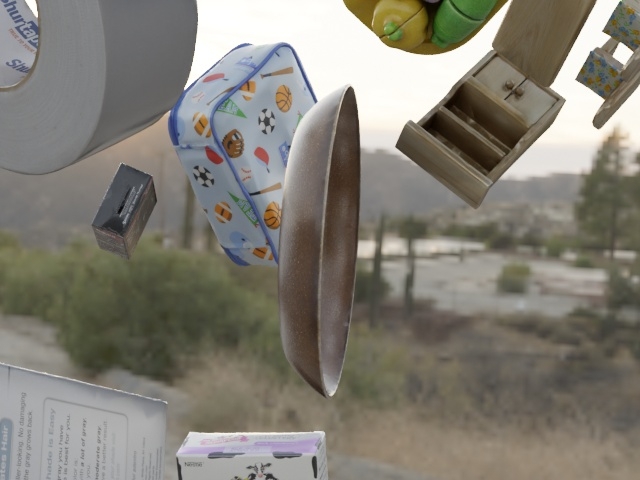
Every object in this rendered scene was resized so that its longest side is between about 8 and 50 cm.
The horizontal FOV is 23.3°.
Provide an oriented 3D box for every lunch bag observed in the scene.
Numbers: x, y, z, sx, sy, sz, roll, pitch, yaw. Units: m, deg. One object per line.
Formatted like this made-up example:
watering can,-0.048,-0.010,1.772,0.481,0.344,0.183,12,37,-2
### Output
lunch bag,-0.075,-0.120,2.210,0.115,0.303,0.243,2,38,38

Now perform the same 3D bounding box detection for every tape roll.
tape roll,-0.171,-0.151,0.886,0.219,0.219,0.072,1,25,45

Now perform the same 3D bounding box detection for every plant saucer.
plant saucer,0.000,0.000,1.527,0.050,0.310,0.310,3,-2,8

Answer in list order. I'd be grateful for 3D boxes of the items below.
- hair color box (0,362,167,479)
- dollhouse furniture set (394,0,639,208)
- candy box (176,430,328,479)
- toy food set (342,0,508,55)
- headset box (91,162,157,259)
hair color box,-0.285,0.201,1.274,0.114,0.185,0.374,-8,-17,31
dollhouse furniture set,0.190,-0.173,1.524,0.212,0.161,0.242,38,-34,12
candy box,-0.073,0.323,1.791,0.165,0.196,0.070,-2,15,11
toy food set,0.099,-0.228,1.225,0.128,0.218,0.071,41,34,-2
headset box,-0.169,-0.026,1.341,0.032,0.062,0.083,23,-16,2
